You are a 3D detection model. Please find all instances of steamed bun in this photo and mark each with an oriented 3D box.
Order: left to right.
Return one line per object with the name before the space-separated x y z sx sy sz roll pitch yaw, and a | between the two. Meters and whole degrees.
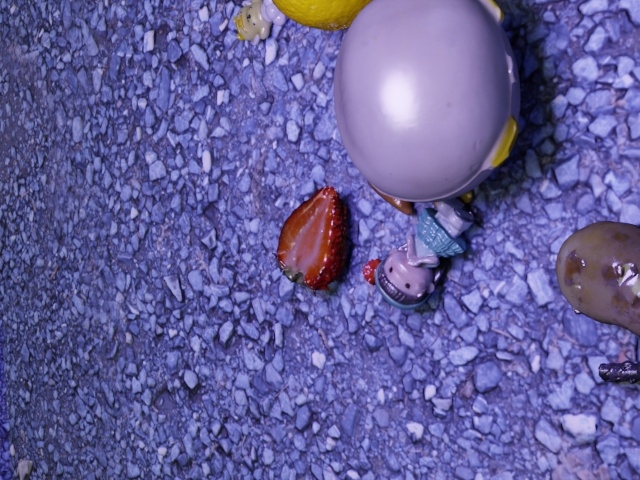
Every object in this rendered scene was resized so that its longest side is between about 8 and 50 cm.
steamed bun | 0.182 -0.252 1.538 0.333 0.333 0.374 -10 85 44

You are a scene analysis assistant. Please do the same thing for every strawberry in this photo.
strawberry | -0.009 -0.010 1.889 0.174 0.098 0.228 19 102 42

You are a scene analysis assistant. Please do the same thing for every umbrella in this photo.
umbrella | 0.514 0.209 1.429 0.143 0.037 0.040 -8 112 45

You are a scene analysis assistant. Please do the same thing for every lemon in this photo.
lemon | 0.018 -0.536 1.708 0.293 0.293 0.293 4 95 44

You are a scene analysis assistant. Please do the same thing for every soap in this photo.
soap | 0.251 -0.078 1.686 0.089 0.012 0.034 -18 81 44

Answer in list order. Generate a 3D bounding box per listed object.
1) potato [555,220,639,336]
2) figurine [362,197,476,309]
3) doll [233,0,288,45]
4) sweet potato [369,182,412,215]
potato | 0.480 0.059 1.376 0.262 0.164 0.165 24 109 46
figurine | 0.190 0.020 1.692 0.138 0.110 0.246 52 121 31
doll | -0.131 -0.502 1.999 0.162 0.062 0.106 -18 84 42
sweet potato | 0.123 -0.129 1.779 0.202 0.058 0.055 63 151 20
